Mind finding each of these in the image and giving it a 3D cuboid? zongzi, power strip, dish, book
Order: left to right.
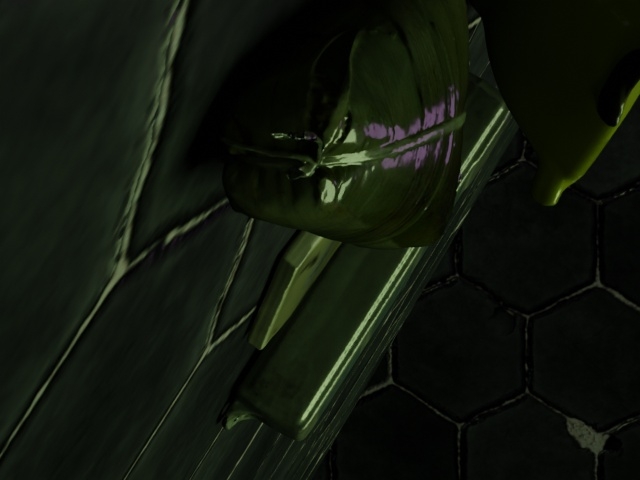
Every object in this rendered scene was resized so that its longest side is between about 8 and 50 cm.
[{"bbox_3d":[0.001,0.000,0.797,0.111,0.014,0.077,-54,172,-39],"label":"book"},{"bbox_3d":[0.006,-0.066,0.467,0.154,0.062,0.131,13,88,-67],"label":"zongzi"},{"bbox_3d":[0.033,0.010,0.919,0.272,0.052,0.078,-57,174,-11],"label":"power strip"},{"bbox_3d":[0.156,-0.163,0.809,0.262,0.108,0.221,-58,174,-18],"label":"dish"}]
